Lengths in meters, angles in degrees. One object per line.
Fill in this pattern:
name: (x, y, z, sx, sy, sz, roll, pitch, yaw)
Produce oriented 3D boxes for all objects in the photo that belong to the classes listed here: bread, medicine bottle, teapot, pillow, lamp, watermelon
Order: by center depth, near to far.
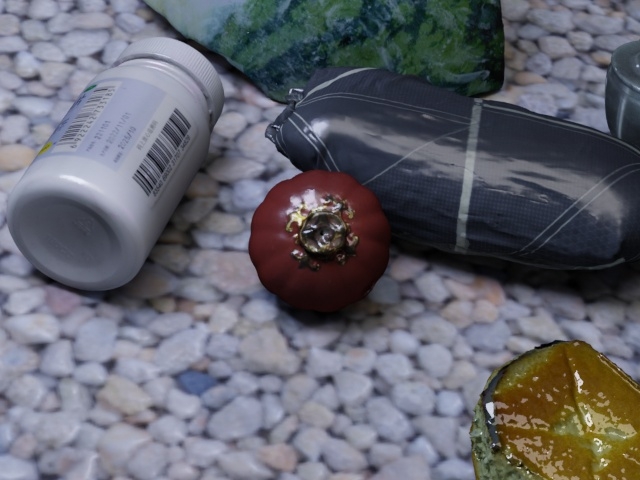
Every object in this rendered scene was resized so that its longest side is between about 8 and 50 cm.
bread: (0.159, 0.137, 1.020, 0.140, 0.069, 0.128, 36, 49, 22)
lamp: (0.000, 0.000, 1.116, 0.101, 0.090, 0.101, 1, 83, -7)
medicine bottle: (-0.141, -0.059, 1.140, 0.102, 0.103, 0.187, 18, 44, 7)
pillow: (0.128, -0.054, 1.197, 0.335, 0.093, 0.161, 15, 35, 4)
teapot: (0.272, -0.093, 1.269, 0.092, 0.091, 0.124, -1, 39, -11)
watermelon: (-0.002, -0.219, 1.315, 0.260, 0.176, 0.256, -13, 87, -25)
